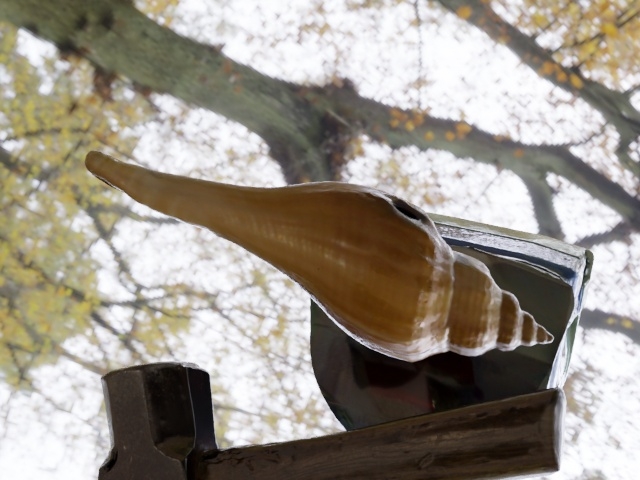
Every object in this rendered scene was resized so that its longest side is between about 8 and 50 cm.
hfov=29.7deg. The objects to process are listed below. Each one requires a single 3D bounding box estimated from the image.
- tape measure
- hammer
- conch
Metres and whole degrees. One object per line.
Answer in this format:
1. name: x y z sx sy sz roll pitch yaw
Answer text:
1. tape measure: 0.127 0.099 1.218 0.259 0.138 0.262 14 -66 20
2. hammer: 0.008 0.195 1.000 0.409 0.095 0.242 -13 -104 18
3. conch: 0.002 -0.004 0.800 0.093 0.330 0.109 -64 177 35
